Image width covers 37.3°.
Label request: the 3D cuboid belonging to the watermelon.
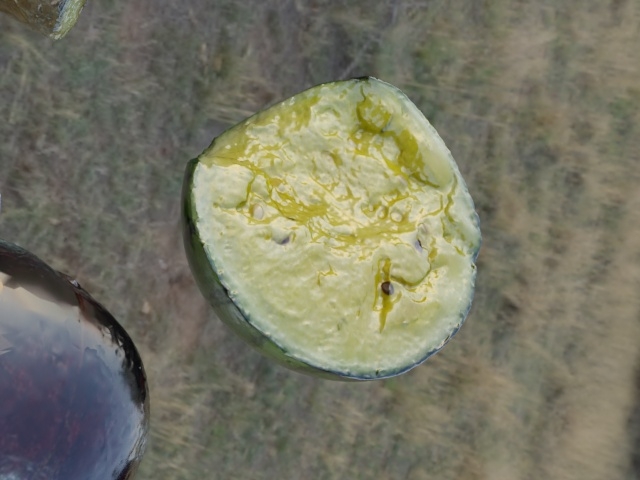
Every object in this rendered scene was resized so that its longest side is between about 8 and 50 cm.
[{"bbox_3d":[0.000,0.000,1.005,0.331,0.331,0.189,-62,-165,-25],"label":"watermelon"}]

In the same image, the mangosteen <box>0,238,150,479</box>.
[{"bbox_3d":[-0.214,0.099,0.536,0.216,0.216,0.216,-44,142,-49],"label":"mangosteen"}]

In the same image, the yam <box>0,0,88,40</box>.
[{"bbox_3d":[-0.427,-0.333,1.055,0.081,0.357,0.081,-61,178,-3],"label":"yam"}]
